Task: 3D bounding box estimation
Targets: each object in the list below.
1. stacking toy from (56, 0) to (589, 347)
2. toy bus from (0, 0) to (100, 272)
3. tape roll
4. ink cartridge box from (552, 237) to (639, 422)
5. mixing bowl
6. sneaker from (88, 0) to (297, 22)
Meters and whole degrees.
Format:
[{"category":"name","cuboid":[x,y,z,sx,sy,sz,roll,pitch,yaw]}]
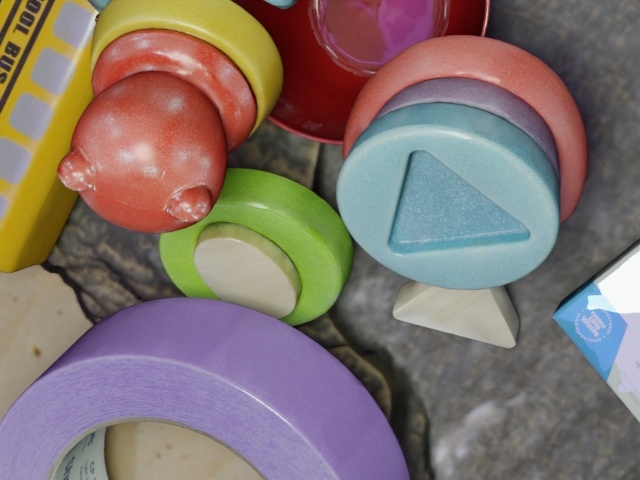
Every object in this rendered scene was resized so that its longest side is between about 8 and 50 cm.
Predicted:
[{"category":"stacking toy","cuboid":[0.000,0.000,1.168,0.308,0.130,0.280,8,138,11]},{"category":"toy bus","cuboid":[-0.212,-0.096,1.295,0.130,0.108,0.333,28,101,7]},{"category":"tape roll","cuboid":[-0.081,0.179,1.256,0.274,0.090,0.275,9,117,18]},{"category":"ink cartridge box","cuboid":[0.251,0.028,1.220,0.180,0.060,0.104,-41,85,14]},{"category":"mixing bowl","cuboid":[0.028,-0.153,1.234,0.181,0.098,0.181,1,95,15]},{"category":"sneaker","cuboid":[-0.033,-0.208,1.159,0.261,0.104,0.125,-28,105,20]}]
